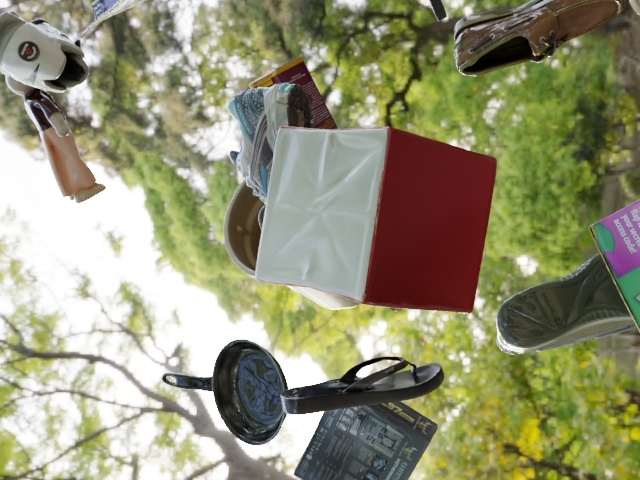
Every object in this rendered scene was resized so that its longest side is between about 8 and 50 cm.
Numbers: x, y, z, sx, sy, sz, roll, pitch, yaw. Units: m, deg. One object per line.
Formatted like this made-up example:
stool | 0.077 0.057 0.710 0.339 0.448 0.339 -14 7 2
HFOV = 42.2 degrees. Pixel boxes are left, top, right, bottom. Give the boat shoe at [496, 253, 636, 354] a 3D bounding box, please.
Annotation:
boat shoe | 0.428 0.099 1.299 0.103 0.320 0.118 71 177 -66

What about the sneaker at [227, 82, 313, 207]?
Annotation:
sneaker | -0.067 -0.112 1.260 0.110 0.122 0.283 -58 -32 -48

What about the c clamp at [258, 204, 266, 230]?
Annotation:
c clamp | -0.041 -0.014 1.450 0.137 0.022 0.160 -4 -110 -35

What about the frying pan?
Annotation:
frying pan | -0.169 0.301 1.567 0.053 0.326 0.197 -7 -107 -47

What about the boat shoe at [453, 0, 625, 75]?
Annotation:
boat shoe | 0.386 -0.362 1.459 0.111 0.307 0.104 42 -137 -46

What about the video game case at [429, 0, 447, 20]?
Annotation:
video game case | 0.184 -0.593 1.673 0.196 0.026 0.274 56 -163 -44

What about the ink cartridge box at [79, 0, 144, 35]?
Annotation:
ink cartridge box | -0.338 -0.484 1.555 0.224 0.223 0.045 -43 -72 -37

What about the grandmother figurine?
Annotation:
grandmother figurine | -0.576 -0.246 1.769 0.104 0.208 0.342 -35 -69 -28

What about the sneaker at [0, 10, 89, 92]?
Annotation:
sneaker | -0.481 -0.315 1.471 0.122 0.146 0.330 -61 11 8

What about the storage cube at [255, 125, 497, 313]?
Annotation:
storage cube | 0.064 -0.027 0.963 0.193 0.184 0.214 8 -89 -44

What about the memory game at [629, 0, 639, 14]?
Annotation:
memory game | 0.289 -0.230 0.592 0.012 0.186 0.186 -32 -59 -39

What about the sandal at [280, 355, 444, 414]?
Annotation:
sandal | 0.067 0.209 1.230 0.097 0.255 0.054 -171 74 -75

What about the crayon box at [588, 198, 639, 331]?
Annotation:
crayon box | 0.487 0.164 1.000 0.313 0.106 0.363 38 -151 -39

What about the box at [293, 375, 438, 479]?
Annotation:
box | 0.076 0.370 1.457 0.059 0.183 0.232 -40 -24 -58

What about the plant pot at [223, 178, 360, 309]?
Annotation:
plant pot | 0.000 0.000 1.899 0.305 0.334 0.333 46 -134 -51

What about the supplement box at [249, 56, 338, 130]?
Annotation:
supplement box | -0.050 -0.264 1.697 0.081 0.104 0.188 -35 -77 -34
